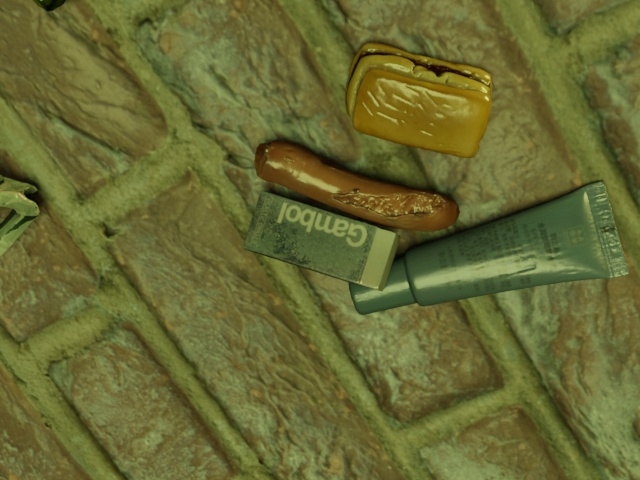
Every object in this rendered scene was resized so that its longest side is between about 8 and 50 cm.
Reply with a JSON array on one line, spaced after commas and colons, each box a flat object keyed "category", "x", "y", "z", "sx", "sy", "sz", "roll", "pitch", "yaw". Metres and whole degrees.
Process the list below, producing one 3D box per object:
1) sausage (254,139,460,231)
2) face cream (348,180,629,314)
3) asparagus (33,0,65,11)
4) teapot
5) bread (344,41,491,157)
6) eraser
[{"category": "sausage", "x": 0.050, "y": -0.072, "z": 1.340, "sx": 0.304, "sy": 0.078, "sz": 0.078, "roll": 20, "pitch": 117, "yaw": -1}, {"category": "face cream", "x": 0.231, "y": 0.030, "z": 1.355, "sx": 0.385, "sy": 0.086, "sz": 0.135, "roll": -15, "pitch": 86, "yaw": 13}, {"category": "asparagus", "x": -0.301, "y": -0.423, "z": 1.234, "sx": 0.060, "sy": 0.067, "sz": 0.277, "roll": 47, "pitch": 112, "yaw": 16}, {"category": "teapot", "x": -0.561, "y": -0.059, "z": 1.422, "sx": 0.178, "sy": 0.222, "sz": 0.163, "roll": -52, "pitch": 60, "yaw": 35}, {"category": "bread", "x": 0.131, "y": -0.187, "z": 1.277, "sx": 0.200, "sy": 0.077, "sz": 0.116, "roll": 15, "pitch": 125, "yaw": 2}, {"category": "eraser", "x": 0.000, "y": 0.000, "z": 1.355, "sx": 0.213, "sy": 0.046, "sz": 0.091, "roll": 17, "pitch": 88, "yaw": 15}]
